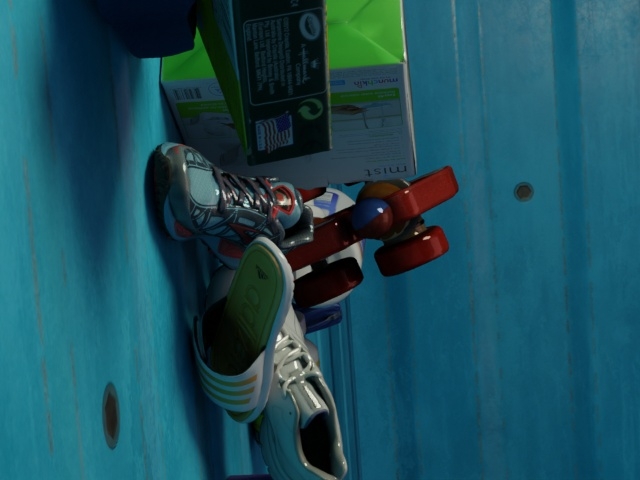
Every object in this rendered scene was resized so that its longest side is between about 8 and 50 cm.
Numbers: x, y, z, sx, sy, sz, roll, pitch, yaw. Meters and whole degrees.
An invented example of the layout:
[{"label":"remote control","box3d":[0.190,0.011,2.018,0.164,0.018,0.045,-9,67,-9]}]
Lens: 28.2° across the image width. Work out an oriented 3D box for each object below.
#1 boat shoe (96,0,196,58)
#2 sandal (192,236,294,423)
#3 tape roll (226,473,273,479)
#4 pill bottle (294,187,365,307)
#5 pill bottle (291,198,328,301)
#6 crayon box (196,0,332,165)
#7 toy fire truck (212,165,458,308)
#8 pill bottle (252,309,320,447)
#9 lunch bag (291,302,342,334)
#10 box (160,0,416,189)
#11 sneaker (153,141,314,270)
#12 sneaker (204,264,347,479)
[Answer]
[{"label":"boat shoe","box3d":[-0.159,-0.234,1.106,0.258,0.109,0.089,132,-51,-75]},{"label":"sandal","box3d":[-0.099,0.102,1.374,0.102,0.076,0.265,47,-39,30]},{"label":"tape roll","box3d":[-0.071,0.383,1.568,0.189,0.080,0.189,-4,90,-84]},{"label":"pill bottle","box3d":[0.000,0.000,2.135,0.272,0.152,0.152,-74,160,-73]},{"label":"pill bottle","box3d":[-0.043,-0.001,1.932,0.108,0.107,0.180,55,32,-79]},{"label":"crayon box","box3d":[-0.069,-0.242,1.126,0.319,0.081,0.202,-113,-166,-46]},{"label":"toy fire truck","box3d":[0.029,-0.013,1.625,0.254,0.302,0.169,-42,110,-76]},{"label":"pill bottle","box3d":[-0.050,0.194,1.766,0.103,0.103,0.184,-76,161,-71]},{"label":"lunch bag","box3d":[-0.013,0.122,2.221,0.067,0.098,0.065,76,-6,-51]},{"label":"box","box3d":[-0.027,-0.167,1.441,0.231,0.261,0.127,74,14,-61]},{"label":"sneaker","box3d":[-0.084,-0.047,1.349,0.262,0.125,0.104,33,49,-65]},{"label":"sneaker","box3d":[-0.037,0.155,1.478,0.297,0.111,0.129,65,-22,-5]}]
